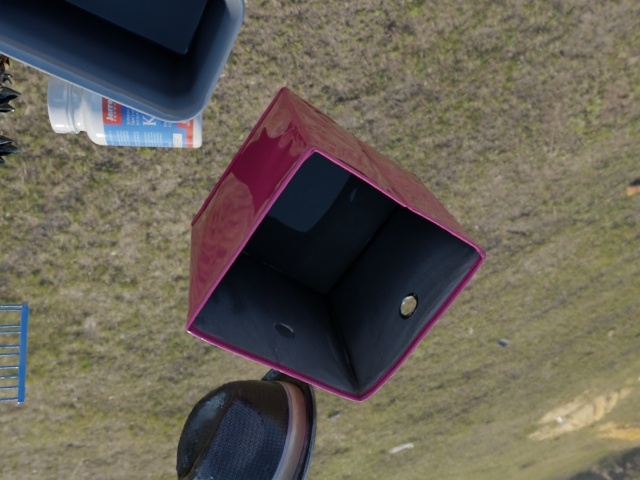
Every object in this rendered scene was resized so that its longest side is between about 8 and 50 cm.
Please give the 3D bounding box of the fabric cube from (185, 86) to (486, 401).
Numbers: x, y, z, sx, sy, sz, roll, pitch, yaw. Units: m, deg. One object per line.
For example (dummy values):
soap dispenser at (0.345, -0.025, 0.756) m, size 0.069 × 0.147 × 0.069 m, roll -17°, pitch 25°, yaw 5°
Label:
fabric cube at (0.000, 0.000, 0.752) m, size 0.259 × 0.258 × 0.254 m, roll 29°, pitch 108°, yaw -23°

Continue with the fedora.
fedora at (-0.149, 0.356, 1.014) m, size 0.153 × 0.334 × 0.334 m, roll 24°, pitch 129°, yaw -27°

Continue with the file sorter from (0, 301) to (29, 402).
file sorter at (-0.589, 0.199, 1.052) m, size 0.105 × 0.170 × 0.118 m, roll 3°, pitch 177°, yaw -28°

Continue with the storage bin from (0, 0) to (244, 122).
storage bin at (-0.113, -0.142, 0.317) m, size 0.135 × 0.091 × 0.098 m, roll 20°, pitch 115°, yaw -21°

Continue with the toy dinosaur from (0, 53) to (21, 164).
toy dinosaur at (-0.476, -0.206, 0.711) m, size 0.322 × 0.218 × 0.164 m, roll -33°, pitch 176°, yaw -12°

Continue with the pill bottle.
pill bottle at (-0.297, -0.209, 0.909) m, size 0.222 × 0.124 × 0.124 m, roll -1°, pitch 146°, yaw -12°
